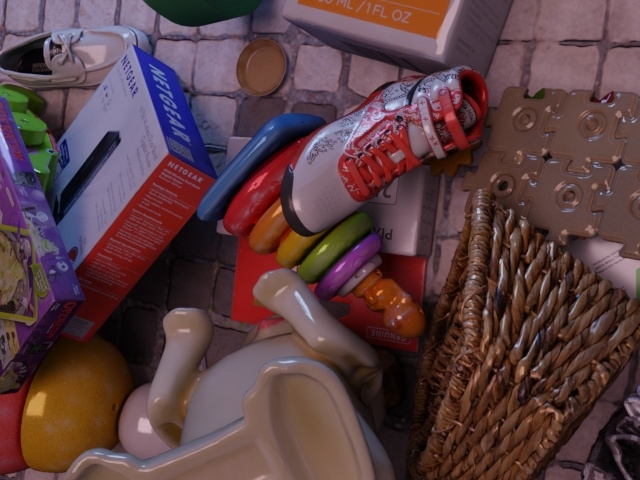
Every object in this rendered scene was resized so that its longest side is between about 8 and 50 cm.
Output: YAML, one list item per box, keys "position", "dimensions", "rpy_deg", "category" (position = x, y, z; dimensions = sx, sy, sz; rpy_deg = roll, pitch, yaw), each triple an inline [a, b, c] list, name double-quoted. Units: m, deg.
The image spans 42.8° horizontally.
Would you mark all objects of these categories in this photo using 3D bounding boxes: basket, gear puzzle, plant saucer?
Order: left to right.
- position: [-0.082, -0.247, 1.171]
  dimensions: [0.084, 0.015, 0.083]
  rpy_deg: [-1, 88, 27]
  category: "plant saucer"
- position: [0.162, 0.142, 0.857]
  dimensions: [0.223, 0.213, 0.299]
  rpy_deg: [40, 148, 22]
  category: "basket"
- position: [0.245, -0.080, 0.887]
  dimensions: [0.339, 0.044, 0.175]
  rpy_deg: [13, 81, 42]
  category: "gear puzzle"

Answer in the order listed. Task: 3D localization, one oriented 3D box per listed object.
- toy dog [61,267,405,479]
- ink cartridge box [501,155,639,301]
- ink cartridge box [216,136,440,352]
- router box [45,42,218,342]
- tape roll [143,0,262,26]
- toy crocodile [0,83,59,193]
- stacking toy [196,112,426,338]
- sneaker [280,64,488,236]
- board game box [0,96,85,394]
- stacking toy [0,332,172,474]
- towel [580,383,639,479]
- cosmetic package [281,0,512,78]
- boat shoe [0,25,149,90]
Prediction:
- position: [-0.016, 0.216, 0.906]
  dimensions: [0.285, 0.408, 0.395]
  rpy_deg: [-36, 100, 15]
  category: "toy dog"
- position: [0.307, -0.004, 0.926]
  dimensions: [0.153, 0.087, 0.208]
  rpy_deg: [-34, 73, 21]
  category: "ink cartridge box"
- position: [0.000, 0.000, 1.092]
  dimensions: [0.297, 0.066, 0.260]
  rpy_deg: [6, 89, 27]
  category: "ink cartridge box"
- position: [-0.296, -0.077, 1.148]
  dimensions: [0.301, 0.082, 0.335]
  rpy_deg: [-49, 38, 16]
  category: "router box"
- position: [-0.170, -0.443, 1.053]
  dimensions: [0.077, 0.321, 0.321]
  rpy_deg: [-5, 86, 26]
  category: "tape roll"
- position: [-0.449, -0.147, 1.229]
  dimensions: [0.340, 0.105, 0.115]
  rpy_deg: [44, 122, 51]
  category: "toy crocodile"
- position: [0.015, 0.005, 0.982]
  dimensions: [0.302, 0.175, 0.165]
  rpy_deg: [46, 114, 6]
  category: "stacking toy"
- position: [0.079, -0.105, 0.881]
  dimensions: [0.145, 0.270, 0.090]
  rpy_deg: [-4, 123, 45]
  category: "sneaker"
- position: [-0.423, 0.001, 1.070]
  dimensions: [0.208, 0.056, 0.346]
  rpy_deg: [-50, 57, 34]
  category: "board game box"
- position: [-0.395, 0.228, 1.197]
  dimensions: [0.480, 0.350, 0.350]
  rpy_deg: [13, 94, 7]
  category: "stacking toy"
- position: [0.373, 0.240, 0.771]
  dimensions: [0.235, 0.284, 0.121]
  rpy_deg: [44, 101, 21]
  category: "towel"
- position: [0.148, -0.441, 0.986]
  dimensions: [0.230, 0.161, 0.452]
  rpy_deg: [21, 96, 26]
  category: "cosmetic package"
- position: [-0.397, -0.293, 1.289]
  dimensions: [0.268, 0.088, 0.096]
  rpy_deg: [2, 89, 27]
  category: "boat shoe"
